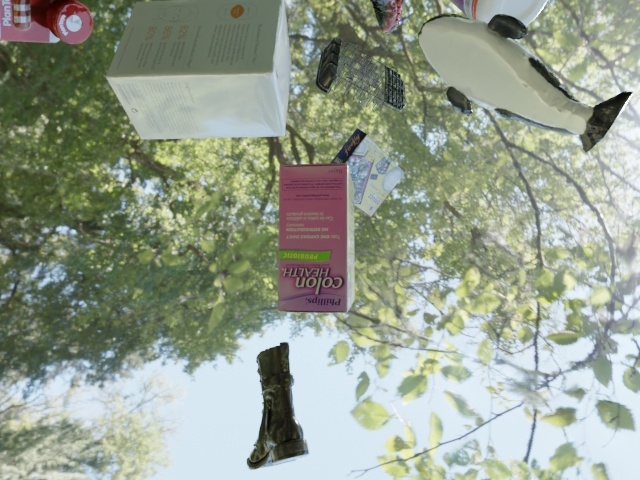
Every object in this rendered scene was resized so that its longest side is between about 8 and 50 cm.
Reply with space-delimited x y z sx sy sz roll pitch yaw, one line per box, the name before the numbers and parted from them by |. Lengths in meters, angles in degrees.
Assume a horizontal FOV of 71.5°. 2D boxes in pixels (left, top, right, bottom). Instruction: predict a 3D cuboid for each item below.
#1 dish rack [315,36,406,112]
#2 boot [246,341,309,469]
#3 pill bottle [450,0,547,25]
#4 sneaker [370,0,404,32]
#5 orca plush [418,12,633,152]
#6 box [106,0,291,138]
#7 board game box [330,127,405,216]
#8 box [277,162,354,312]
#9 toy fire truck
dish rack | 0.128 -0.474 1.308 0.074 0.271 0.208 -46 -152 49
boot | -0.101 0.350 0.947 0.263 0.091 0.229 -48 -132 48
pill bottle | 0.387 -0.645 1.064 0.181 0.181 0.323 -37 -126 19
sneaker | 0.174 -0.748 1.315 0.135 0.276 0.097 -30 -130 -18
orca plush | 0.283 -0.248 0.627 0.287 0.151 0.102 28 -125 26
box | -0.124 -0.193 0.500 0.170 0.091 0.130 0 -121 3
board game box | 0.122 -0.180 1.229 0.165 0.243 0.042 -52 -128 8
box | 0.000 0.000 0.819 0.117 0.213 0.243 -1 -92 7
toy fire truck | -0.659 -0.580 0.974 0.169 0.254 0.302 36 -55 16
